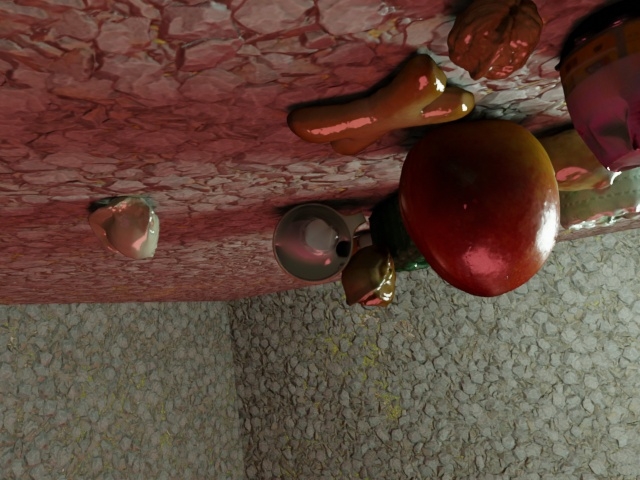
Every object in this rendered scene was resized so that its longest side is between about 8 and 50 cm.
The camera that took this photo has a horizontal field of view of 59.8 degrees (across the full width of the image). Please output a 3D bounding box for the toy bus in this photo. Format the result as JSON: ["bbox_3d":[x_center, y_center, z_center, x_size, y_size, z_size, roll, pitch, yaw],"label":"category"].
[{"bbox_3d":[0.471,-0.178,0.607,0.386,0.162,0.171,-8,172,1],"label":"toy bus"}]

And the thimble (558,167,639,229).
[{"bbox_3d":[0.592,-0.108,1.174,0.185,0.149,0.211,-17,168,33],"label":"thimble"}]

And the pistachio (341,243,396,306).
[{"bbox_3d":[0.114,0.080,1.294,0.130,0.165,0.210,36,-166,-15],"label":"pistachio"}]

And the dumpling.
[{"bbox_3d":[-0.382,-0.019,1.075,0.134,0.099,0.169,9,166,-9],"label":"dumpling"}]

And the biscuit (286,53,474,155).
[{"bbox_3d":[0.080,-0.164,0.725,0.208,0.047,0.164,-14,170,33],"label":"biscuit"}]

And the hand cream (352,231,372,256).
[{"bbox_3d":[0.230,-0.004,1.698,0.314,0.089,0.140,-16,169,22],"label":"hand cream"}]

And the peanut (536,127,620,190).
[{"bbox_3d":[0.441,-0.142,0.972,0.159,0.109,0.140,6,158,-7],"label":"peanut"}]

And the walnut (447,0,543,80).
[{"bbox_3d":[0.164,-0.193,0.532,0.079,0.082,0.096,22,168,-5],"label":"walnut"}]

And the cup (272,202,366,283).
[{"bbox_3d":[0.000,0.000,1.349,0.226,0.182,0.264,-28,178,-3],"label":"cup"}]

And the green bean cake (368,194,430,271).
[{"bbox_3d":[0.300,-0.031,1.344,0.308,0.169,0.300,-7,170,-13],"label":"green bean cake"}]

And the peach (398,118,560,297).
[{"bbox_3d":[0.241,-0.047,0.874,0.249,0.274,0.245,-23,167,38],"label":"peach"}]
